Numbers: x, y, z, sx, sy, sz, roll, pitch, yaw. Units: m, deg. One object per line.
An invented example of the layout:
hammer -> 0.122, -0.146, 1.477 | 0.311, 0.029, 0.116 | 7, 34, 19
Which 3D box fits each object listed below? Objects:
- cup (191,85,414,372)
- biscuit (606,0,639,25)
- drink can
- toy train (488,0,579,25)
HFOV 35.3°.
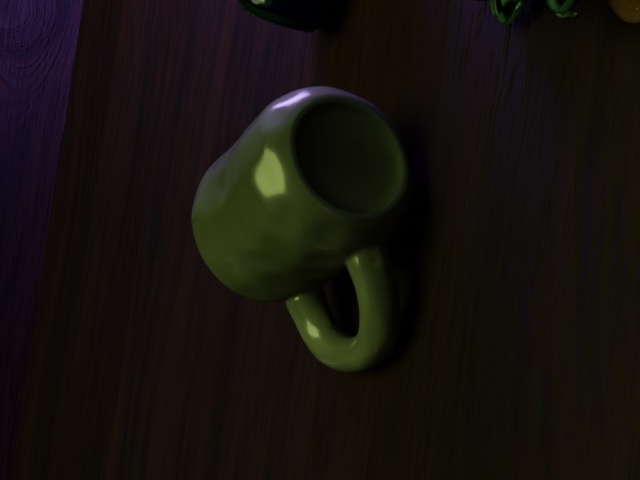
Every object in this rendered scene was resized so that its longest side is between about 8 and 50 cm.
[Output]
cup -> -0.018, -0.005, 0.980 | 0.202, 0.173, 0.255 | -35, 51, 56
biscuit -> 0.279, -0.277, 0.620 | 0.334, 0.047, 0.202 | -57, 42, 43
drink can -> -0.019, -0.349, 1.152 | 0.118, 0.118, 0.205 | 48, 123, 56
toy train -> 0.152, -0.257, 0.776 | 0.253, 0.105, 0.157 | -124, 50, -79
